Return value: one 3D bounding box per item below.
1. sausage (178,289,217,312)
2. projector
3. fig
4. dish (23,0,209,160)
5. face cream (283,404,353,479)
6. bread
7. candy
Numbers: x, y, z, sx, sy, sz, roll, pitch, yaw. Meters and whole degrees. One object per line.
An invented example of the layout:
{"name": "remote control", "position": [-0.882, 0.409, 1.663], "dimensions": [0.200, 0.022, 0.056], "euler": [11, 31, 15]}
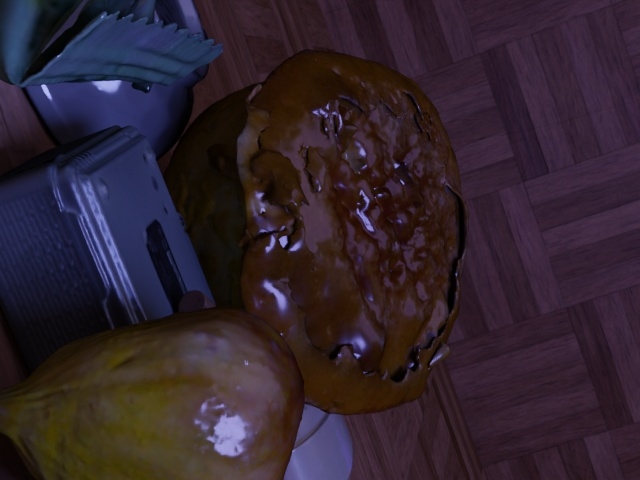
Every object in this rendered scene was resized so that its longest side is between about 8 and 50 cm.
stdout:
{"name": "sausage", "position": [-0.077, 0.070, 0.870], "dimensions": [0.116, 0.026, 0.026], "euler": [53, 22, -61]}
{"name": "projector", "position": [-0.151, 0.050, 0.859], "dimensions": [0.192, 0.099, 0.257], "euler": [-69, 140, -74]}
{"name": "fig", "position": [-0.134, 0.111, 0.669], "dimensions": [0.257, 0.159, 0.159], "euler": [7, 57, -33]}
{"name": "dish", "position": [-0.185, -0.196, 1.043], "dimensions": [0.303, 0.120, 0.303], "euler": [-19, 90, -78]}
{"name": "face cream", "position": [-0.054, 0.122, 1.226], "dimensions": [0.173, 0.081, 0.349], "euler": [-52, 122, -69]}
{"name": "bread", "position": [-0.002, -0.001, 1.082], "dimensions": [0.358, 0.204, 0.337], "euler": [6, 78, -54]}
{"name": "candy", "position": [-0.249, -0.267, 0.775], "dimensions": [0.398, 0.172, 0.263], "euler": [58, 8, -4]}
